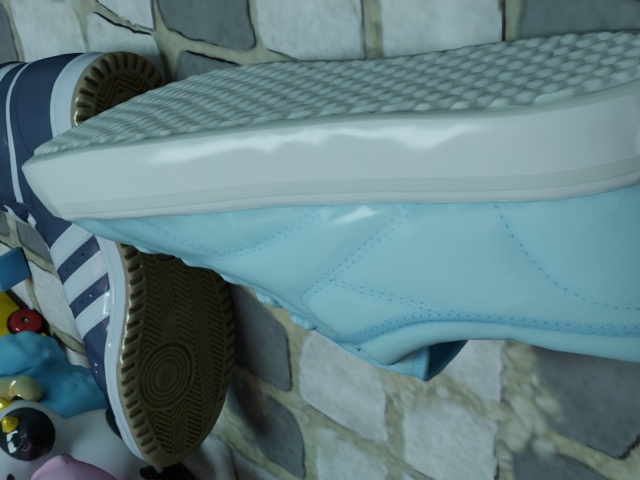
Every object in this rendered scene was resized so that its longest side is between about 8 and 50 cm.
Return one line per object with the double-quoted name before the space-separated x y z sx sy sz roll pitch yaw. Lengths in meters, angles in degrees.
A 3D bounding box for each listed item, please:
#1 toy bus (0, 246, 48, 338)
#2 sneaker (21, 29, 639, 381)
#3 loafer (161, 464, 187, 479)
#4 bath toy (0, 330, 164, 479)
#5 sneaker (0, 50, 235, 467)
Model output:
"toy bus" -0.330 0.086 1.004 0.202 0.104 0.190 -5 112 50
"sneaker" 0.000 0.000 0.514 0.366 0.135 0.150 4 116 42
"loafer" -0.172 0.221 0.961 0.220 0.080 0.078 24 143 44
"bath toy" -0.160 0.187 0.778 0.348 0.152 0.129 39 135 54
"sneaker" -0.153 0.009 0.742 0.153 0.099 0.282 11 119 39
